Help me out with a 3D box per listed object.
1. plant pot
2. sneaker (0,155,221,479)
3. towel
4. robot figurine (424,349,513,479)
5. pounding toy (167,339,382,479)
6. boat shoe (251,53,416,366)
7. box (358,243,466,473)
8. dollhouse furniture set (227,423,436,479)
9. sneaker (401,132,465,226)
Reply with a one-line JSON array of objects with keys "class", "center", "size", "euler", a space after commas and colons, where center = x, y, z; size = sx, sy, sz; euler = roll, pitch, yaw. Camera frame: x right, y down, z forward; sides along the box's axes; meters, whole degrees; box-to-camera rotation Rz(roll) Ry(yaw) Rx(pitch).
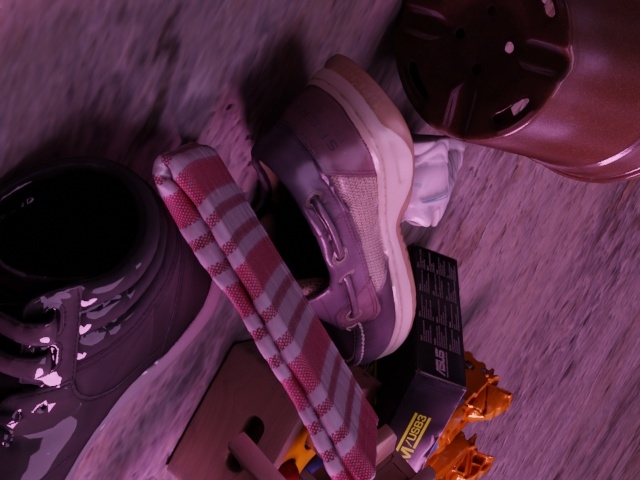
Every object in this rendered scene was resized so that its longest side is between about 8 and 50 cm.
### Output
[{"class": "plant pot", "center": [0.143, -0.122, 1.027], "size": [0.165, 0.167, 0.167], "euler": [1, 123, -53]}, {"class": "sneaker", "center": [-0.166, 0.078, 0.781], "size": [0.295, 0.105, 0.147], "euler": [-53, 156, -17]}, {"class": "towel", "center": [-0.028, 0.038, 0.835], "size": [0.029, 0.197, 0.144], "euler": [-31, -178, 4]}, {"class": "robot figurine", "center": [0.044, 0.228, 1.409], "size": [0.291, 0.085, 0.211], "euler": [-39, 152, -31]}, {"class": "pounding toy", "center": [-0.019, 0.128, 1.125], "size": [0.130, 0.100, 0.141], "euler": [-4, 127, -61]}, {"class": "boat shoe", "center": [0.000, 0.000, 0.996], "size": [0.092, 0.103, 0.285], "euler": [-31, 154, -16]}, {"class": "box", "center": [0.053, 0.125, 1.213], "size": [0.190, 0.045, 0.184], "euler": [-84, -165, -61]}, {"class": "dollhouse furniture set", "center": [-0.020, 0.220, 0.898], "size": [0.303, 0.174, 0.355], "euler": [-39, 165, -14]}, {"class": "sneaker", "center": [0.063, -0.041, 1.059], "size": [0.152, 0.054, 0.061], "euler": [-24, 117, -78]}]
